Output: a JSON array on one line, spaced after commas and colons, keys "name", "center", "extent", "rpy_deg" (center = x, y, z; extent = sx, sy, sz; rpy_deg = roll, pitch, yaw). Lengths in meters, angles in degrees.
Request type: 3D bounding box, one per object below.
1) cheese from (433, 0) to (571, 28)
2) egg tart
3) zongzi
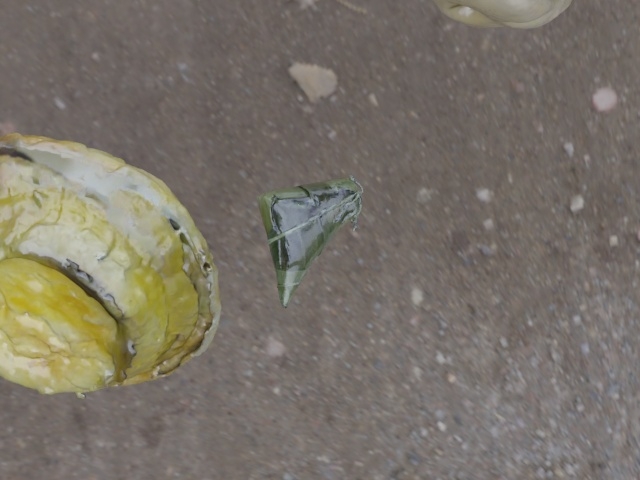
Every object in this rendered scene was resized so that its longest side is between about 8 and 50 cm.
[{"name": "cheese", "center": [0.139, -0.264, 1.018], "extent": [0.117, 0.218, 0.235], "rpy_deg": [0, 51, 21]}, {"name": "egg tart", "center": [-0.278, 0.051, 1.355], "extent": [0.345, 0.345, 0.132], "rpy_deg": [-2, 37, 16]}, {"name": "zongzi", "center": [0.000, 0.000, 1.304], "extent": [0.109, 0.055, 0.119], "rpy_deg": [-12, 87, -14]}]
